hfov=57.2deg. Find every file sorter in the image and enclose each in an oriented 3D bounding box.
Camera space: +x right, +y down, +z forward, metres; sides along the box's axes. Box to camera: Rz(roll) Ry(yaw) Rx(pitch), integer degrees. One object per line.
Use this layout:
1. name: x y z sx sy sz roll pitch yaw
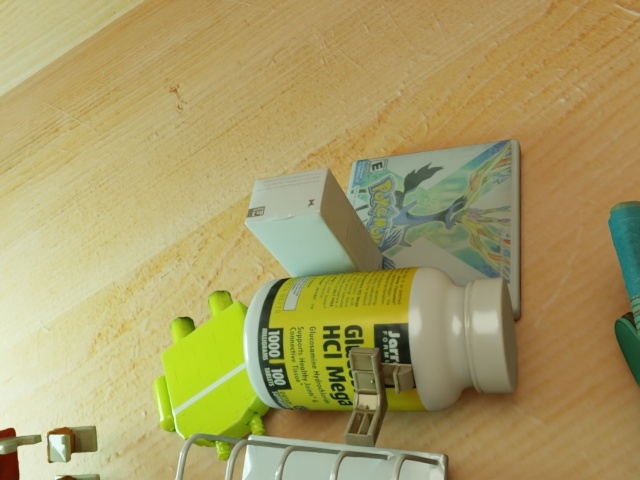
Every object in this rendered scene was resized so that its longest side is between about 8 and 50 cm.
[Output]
1. file sorter: -0.013 0.329 0.673 0.278 0.173 0.192 -3 68 25

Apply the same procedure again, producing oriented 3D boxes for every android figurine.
1. android figurine: -0.161 0.210 0.935 0.248 0.056 0.273 -36 47 5

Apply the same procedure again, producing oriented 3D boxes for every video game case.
1. video game case: 0.171 -0.019 0.963 0.300 0.036 0.329 -5 53 25

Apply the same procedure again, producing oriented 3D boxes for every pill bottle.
1. pill bottle: 0.081 0.132 0.789 0.334 0.188 0.187 -7 53 24

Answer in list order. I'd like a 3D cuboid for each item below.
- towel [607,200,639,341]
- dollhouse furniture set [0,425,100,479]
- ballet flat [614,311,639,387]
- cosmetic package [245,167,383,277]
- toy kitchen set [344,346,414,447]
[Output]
1. towel: 0.460 0.127 0.614 0.272 0.040 0.370 9 55 -4
2. dollhouse furniture set: -0.459 0.405 0.835 0.135 0.262 0.259 -10 83 23
3. ballet flat: 0.420 0.201 0.634 0.096 0.095 0.280 -14 60 5
4. cosmetic package: 0.000 0.000 0.857 0.117 0.231 0.085 -6 54 23
5. toy kitchen set: 0.065 0.175 0.661 0.068 0.083 0.075 -2 23 21
